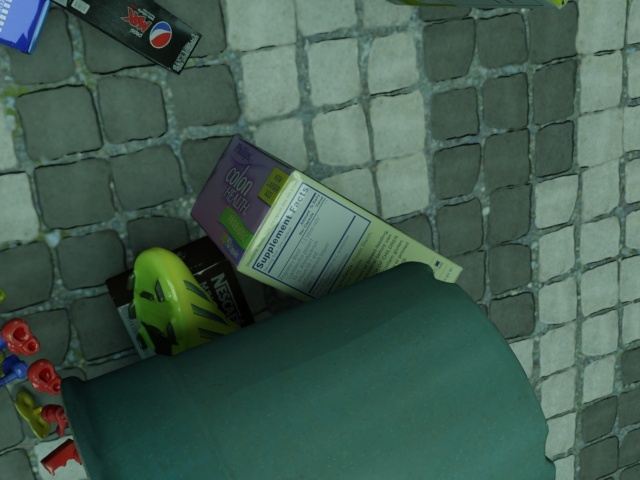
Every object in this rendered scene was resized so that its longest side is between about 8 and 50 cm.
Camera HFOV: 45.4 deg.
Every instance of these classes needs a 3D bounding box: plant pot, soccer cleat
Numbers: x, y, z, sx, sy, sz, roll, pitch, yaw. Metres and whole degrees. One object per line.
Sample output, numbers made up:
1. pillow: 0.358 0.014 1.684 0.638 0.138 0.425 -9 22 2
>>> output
1. plant pot: 0.000 0.200 0.687 0.334 0.341 0.341 -26 115 -14
2. soccer cleat: -0.118 0.122 0.854 0.121 0.093 0.289 -37 116 -33

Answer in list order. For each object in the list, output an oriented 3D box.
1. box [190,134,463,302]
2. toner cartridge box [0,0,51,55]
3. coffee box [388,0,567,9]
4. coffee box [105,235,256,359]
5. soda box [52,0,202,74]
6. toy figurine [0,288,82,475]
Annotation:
1. box: 0.000 0.000 0.894 0.243 0.213 0.117 29 94 -28
2. toner cartridge box: -0.412 -0.316 0.697 0.348 0.075 0.165 20 99 -27
3. coffee box: 0.079 -0.444 0.718 0.338 0.334 0.337 19 98 -27
4. coffee box: -0.144 0.138 0.942 0.141 0.098 0.246 -25 114 -14
5. soda box: -0.201 -0.231 0.780 0.053 0.060 0.169 -61 150 3
6. toy figurine: -0.400 0.151 0.749 0.217 0.191 0.362 -39 114 -32
